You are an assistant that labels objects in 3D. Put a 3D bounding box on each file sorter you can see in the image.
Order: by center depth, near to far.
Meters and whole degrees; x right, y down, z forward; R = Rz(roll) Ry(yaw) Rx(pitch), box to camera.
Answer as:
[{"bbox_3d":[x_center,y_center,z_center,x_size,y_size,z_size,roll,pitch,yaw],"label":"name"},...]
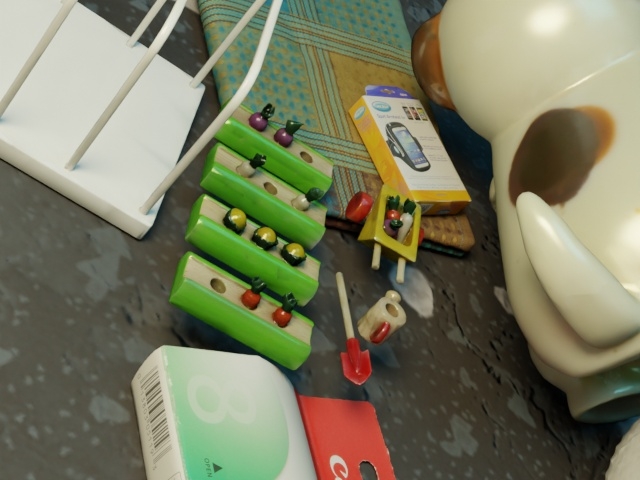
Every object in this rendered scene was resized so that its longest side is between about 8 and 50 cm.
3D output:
[{"bbox_3d":[-0.189,-0.180,0.872,0.277,0.173,0.193,32,39,-17],"label":"file sorter"}]

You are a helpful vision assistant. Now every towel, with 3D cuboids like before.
[{"bbox_3d":[0.002,-0.160,1.145,0.271,0.040,0.370,12,50,-35],"label":"towel"}]

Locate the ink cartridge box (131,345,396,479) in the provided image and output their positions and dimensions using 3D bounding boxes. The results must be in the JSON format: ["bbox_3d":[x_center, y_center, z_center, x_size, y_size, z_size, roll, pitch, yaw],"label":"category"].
[{"bbox_3d":[-0.012,0.172,0.811,0.224,0.056,0.181,9,50,-36],"label":"ink cartridge box"}]

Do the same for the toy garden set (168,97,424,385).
[{"bbox_3d":[0.000,0.000,0.918,0.203,0.049,0.244,31,36,-19],"label":"toy garden set"}]

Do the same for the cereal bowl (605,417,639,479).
[{"bbox_3d":[0.357,0.291,0.972,0.339,0.141,0.339,25,41,-24],"label":"cereal bowl"}]

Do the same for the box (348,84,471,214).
[{"bbox_3d":[0.081,-0.086,1.103,0.081,0.028,0.136,-2,57,-43],"label":"box"}]

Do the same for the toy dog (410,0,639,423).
[{"bbox_3d":[0.231,-0.069,1.040,0.395,0.284,0.408,4,59,-41],"label":"toy dog"}]
